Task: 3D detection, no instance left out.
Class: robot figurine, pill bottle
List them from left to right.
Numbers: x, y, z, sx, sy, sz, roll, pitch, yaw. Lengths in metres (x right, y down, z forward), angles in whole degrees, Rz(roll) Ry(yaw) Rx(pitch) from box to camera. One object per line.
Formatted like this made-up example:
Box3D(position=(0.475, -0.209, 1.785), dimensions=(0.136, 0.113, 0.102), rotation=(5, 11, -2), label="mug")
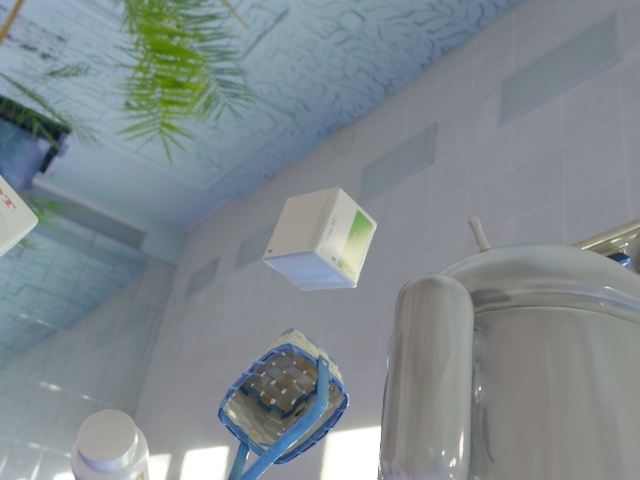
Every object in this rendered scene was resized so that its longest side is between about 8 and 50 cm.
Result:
Box3D(position=(-0.390, 0.419, 1.296), dimensions=(0.246, 0.136, 0.136), rotation=(103, -8, -47), label="pill bottle")
Box3D(position=(0.135, 0.146, 0.426), dimensions=(0.199, 0.300, 0.354), rotation=(-21, -139, 30), label="robot figurine")

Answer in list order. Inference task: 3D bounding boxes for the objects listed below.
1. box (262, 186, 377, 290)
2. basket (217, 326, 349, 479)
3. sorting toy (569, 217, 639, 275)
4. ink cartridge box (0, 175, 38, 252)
Box3D(position=(0.000, 0.000, 0.895), dimensions=(0.102, 0.087, 0.101), rotation=(-9, -130, 45), label="box")
Box3D(position=(-0.067, 0.311, 1.302), dimensions=(0.255, 0.201, 0.289), rotation=(-45, -173, 19), label="basket")
Box3D(position=(0.368, 0.070, 0.808), dimensions=(0.193, 0.208, 0.038), rotation=(-20, -154, -12), label="sorting toy")
Box3D(position=(-0.454, -0.036, 0.603), dimensions=(0.160, 0.279, 0.385), rotation=(-36, -166, 6), label="ink cartridge box")
